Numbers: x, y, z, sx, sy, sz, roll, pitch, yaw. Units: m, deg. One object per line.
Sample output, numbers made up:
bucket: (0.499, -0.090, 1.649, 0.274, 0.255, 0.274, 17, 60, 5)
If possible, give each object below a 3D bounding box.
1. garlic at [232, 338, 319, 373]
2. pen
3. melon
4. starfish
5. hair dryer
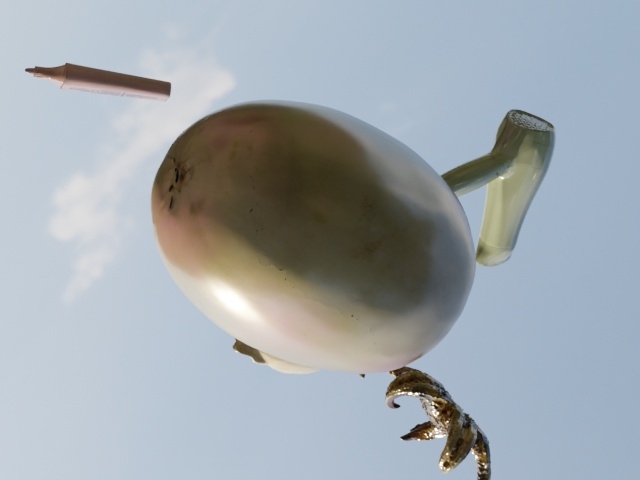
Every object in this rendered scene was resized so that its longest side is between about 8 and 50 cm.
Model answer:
garlic: (-0.043, 0.012, 1.546, 0.281, 0.203, 0.184, 49, -58, 34)
pen: (-0.304, -0.217, 1.699, 0.053, 0.197, 0.032, 166, -70, -72)
melon: (0.000, 0.000, 1.092, 0.223, 0.317, 0.223, -25, -126, 39)
starfish: (0.123, 0.204, 1.421, 0.074, 0.146, 0.190, -41, -121, -5)
hair dryer: (0.176, -0.043, 1.496, 0.075, 0.237, 0.206, 37, -53, 36)
